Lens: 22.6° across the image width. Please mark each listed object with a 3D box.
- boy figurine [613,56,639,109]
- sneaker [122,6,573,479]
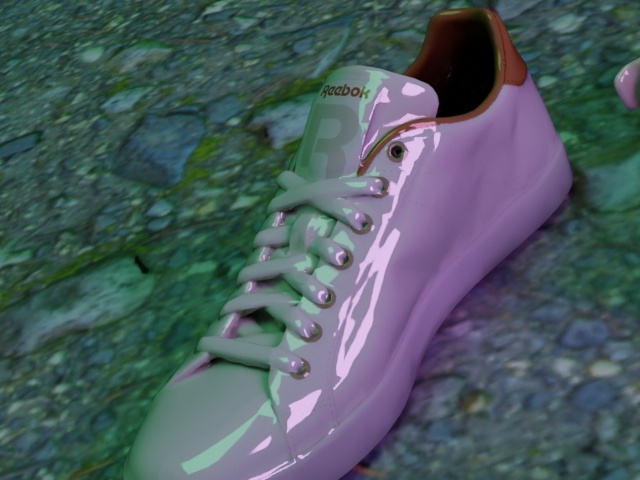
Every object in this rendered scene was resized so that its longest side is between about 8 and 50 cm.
[{"bbox_3d":[0.221,-0.087,0.712,0.177,0.092,0.285,-5,34,30],"label":"boy figurine"},{"bbox_3d":[0.000,0.000,0.699,0.106,0.123,0.290,7,43,40],"label":"sneaker"}]
